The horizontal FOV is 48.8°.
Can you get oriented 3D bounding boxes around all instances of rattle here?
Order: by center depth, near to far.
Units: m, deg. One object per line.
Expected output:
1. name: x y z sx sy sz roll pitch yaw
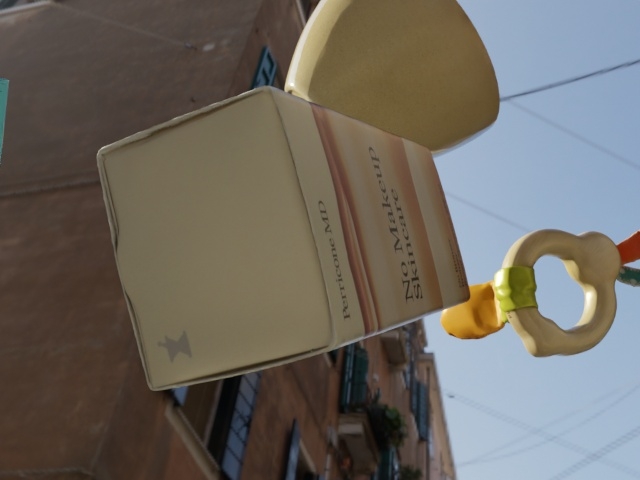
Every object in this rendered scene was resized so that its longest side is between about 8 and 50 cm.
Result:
1. rattle: 0.248 0.051 0.735 0.130 0.200 0.142 51 -30 19

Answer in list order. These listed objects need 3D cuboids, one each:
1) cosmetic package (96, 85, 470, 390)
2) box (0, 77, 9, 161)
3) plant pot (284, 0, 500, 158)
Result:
1. cosmetic package: 0.000 0.000 0.514 0.129 0.296 0.153 -16 -95 25
2. box: -0.532 -0.137 1.102 0.060 0.244 0.100 7 -34 -26
3. plant pot: 0.067 -0.203 0.929 0.191 0.284 0.284 -38 -52 -9
